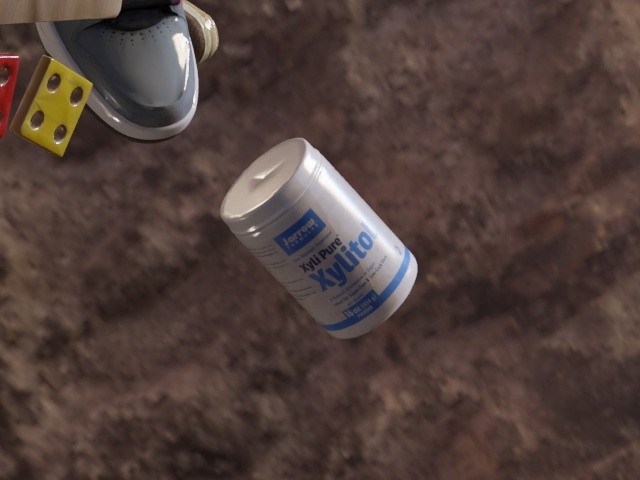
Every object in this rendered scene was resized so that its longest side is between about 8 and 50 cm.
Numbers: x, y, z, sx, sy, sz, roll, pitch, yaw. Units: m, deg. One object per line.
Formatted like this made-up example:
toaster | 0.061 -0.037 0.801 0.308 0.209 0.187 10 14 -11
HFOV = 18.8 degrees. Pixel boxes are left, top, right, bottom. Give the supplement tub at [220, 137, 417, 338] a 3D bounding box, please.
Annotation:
supplement tub | 0.000 0.000 1.141 0.071 0.107 0.071 -36 -156 19

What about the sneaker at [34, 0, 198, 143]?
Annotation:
sneaker | -0.141 -0.231 1.388 0.124 0.178 0.295 -16 -102 -25

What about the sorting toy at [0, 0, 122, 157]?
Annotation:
sorting toy | -0.155 -0.177 1.034 0.046 0.132 0.274 20 -72 28

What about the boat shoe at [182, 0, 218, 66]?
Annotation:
boat shoe | -0.136 -0.176 1.579 0.072 0.068 0.190 -12 -161 -40
